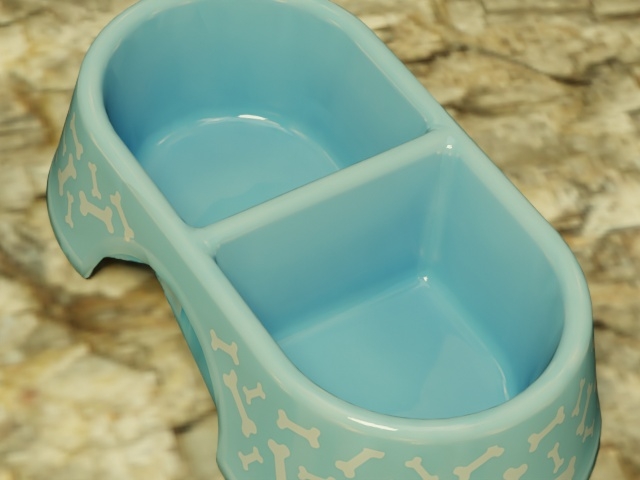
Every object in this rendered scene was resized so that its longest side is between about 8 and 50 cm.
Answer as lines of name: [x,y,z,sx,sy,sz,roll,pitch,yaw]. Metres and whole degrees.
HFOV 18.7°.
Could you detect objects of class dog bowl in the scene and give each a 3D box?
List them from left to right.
dog bowl: [0.000,0.000,0.809,0.166,0.074,0.297,-23,55,-24]
